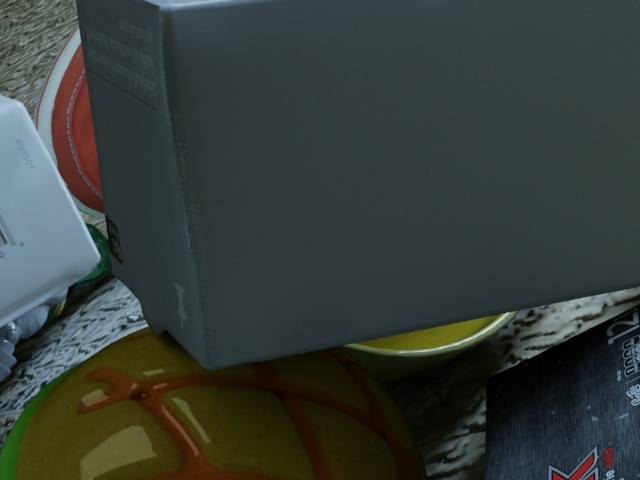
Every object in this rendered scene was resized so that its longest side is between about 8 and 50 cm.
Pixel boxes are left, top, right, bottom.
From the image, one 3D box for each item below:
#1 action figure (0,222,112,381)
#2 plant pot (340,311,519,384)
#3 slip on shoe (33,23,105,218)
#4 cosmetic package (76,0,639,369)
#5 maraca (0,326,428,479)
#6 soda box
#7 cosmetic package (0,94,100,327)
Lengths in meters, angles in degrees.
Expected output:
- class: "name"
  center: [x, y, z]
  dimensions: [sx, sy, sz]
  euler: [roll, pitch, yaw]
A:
- class: "action figure"
  center: [-0.185, 0.061, 0.911]
  dimensions: [0.232, 0.063, 0.137]
  euler: [-39, 18, -28]
- class: "plant pot"
  center: [0.000, 0.000, 0.696]
  dimensions: [0.134, 0.134, 0.095]
  euler: [-51, -1, -36]
- class: "slip on shoe"
  center: [0.012, -0.112, 0.917]
  dimensions: [0.331, 0.123, 0.101]
  euler: [-29, 25, 4]
- class: "cosmetic package"
  center: [0.058, -0.041, 0.567]
  dimensions: [0.238, 0.107, 0.127]
  euler: [-8, 12, -18]
- class: "maraca"
  center: [-0.036, 0.084, 0.547]
  dimensions: [0.185, 0.127, 0.099]
  euler: [-46, -20, -54]
- class: "soda box"
  center: [0.075, 0.084, 0.473]
  dimensions: [0.060, 0.053, 0.169]
  euler: [-28, 21, 19]
- class: "cosmetic package"
  center: [-0.192, -0.012, 0.902]
  dimensions: [0.117, 0.085, 0.231]
  euler: [-29, 16, -14]
